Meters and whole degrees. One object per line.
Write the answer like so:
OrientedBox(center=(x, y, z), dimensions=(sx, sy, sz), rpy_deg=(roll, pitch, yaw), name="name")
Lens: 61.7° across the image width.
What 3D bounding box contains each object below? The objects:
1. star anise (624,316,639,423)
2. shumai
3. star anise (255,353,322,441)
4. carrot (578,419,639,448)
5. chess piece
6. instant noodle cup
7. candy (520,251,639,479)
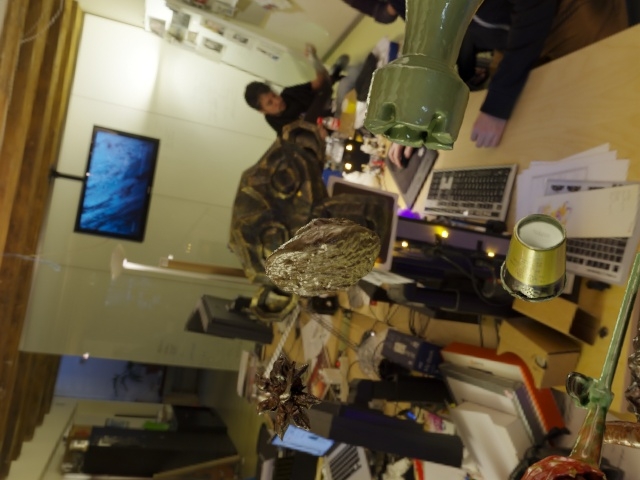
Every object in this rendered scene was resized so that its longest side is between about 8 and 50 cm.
OrientedBox(center=(0.715, 0.288, 1.115), dimensions=(0.108, 0.315, 0.316), rpy_deg=(-11, 67, 43), name="star anise")
OrientedBox(center=(-0.006, 0.011, 0.667), dimensions=(0.139, 0.123, 0.105), rpy_deg=(-41, 50, 5), name="shumai")
OrientedBox(center=(-0.067, 0.300, 1.032), dimensions=(0.167, 0.057, 0.168), rpy_deg=(-2, 88, 40), name="star anise")
OrientedBox(center=(0.337, 0.196, 0.541), dimensions=(0.165, 0.035, 0.036), rpy_deg=(-32, 50, 51), name="carrot")
OrientedBox(center=(0.143, -0.272, 0.660), dimensions=(0.194, 0.194, 0.300), rpy_deg=(-166, 91, -72), name="chess piece")
OrientedBox(center=(0.677, 0.046, 1.684), dimensions=(0.236, 0.215, 0.216), rpy_deg=(71, -171, -47), name="instant noodle cup")
OrientedBox(center=(0.224, 0.125, 0.425), dimensions=(0.288, 0.077, 0.084), rpy_deg=(-61, -29, -22), name="candy")
